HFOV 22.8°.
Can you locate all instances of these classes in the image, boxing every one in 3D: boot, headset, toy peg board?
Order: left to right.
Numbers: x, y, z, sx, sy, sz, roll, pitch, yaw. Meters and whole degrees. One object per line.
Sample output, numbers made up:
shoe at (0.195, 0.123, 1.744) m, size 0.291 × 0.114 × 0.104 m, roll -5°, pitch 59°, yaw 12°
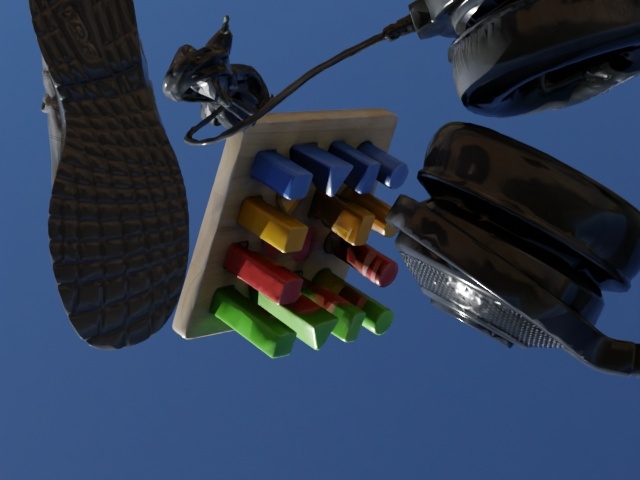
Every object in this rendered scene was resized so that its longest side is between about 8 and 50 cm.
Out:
boot at (-0.179, -0.074, 1.390) m, size 0.118 × 0.338 × 0.223 m, roll -4°, pitch 177°, yaw -5°
toy peg board at (0.000, 0.000, 1.084) m, size 0.079 × 0.160 × 0.161 m, roll 33°, pitch -155°, yaw 32°
headset at (0.112, -0.059, 0.837) m, size 0.394 × 0.243 × 0.185 m, roll 9°, pitch 175°, yaw 10°
